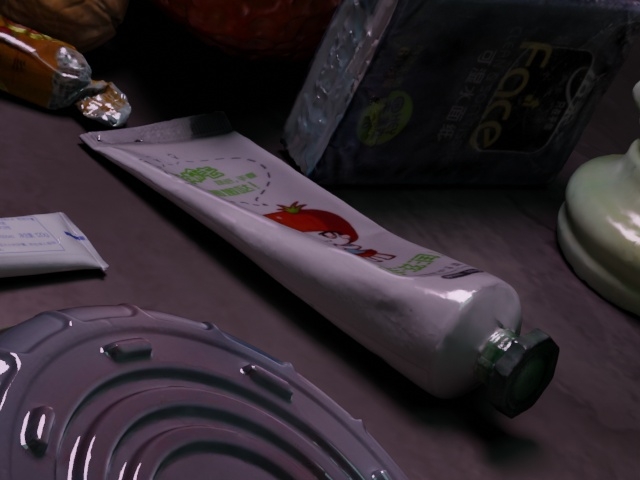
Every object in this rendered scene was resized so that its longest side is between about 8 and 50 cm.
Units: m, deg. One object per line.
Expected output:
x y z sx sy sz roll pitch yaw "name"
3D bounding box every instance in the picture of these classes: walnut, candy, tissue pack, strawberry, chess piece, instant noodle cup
-0.196 -0.179 1.037 0.124 0.105 0.105 21 28 6 "walnut"
-0.209 -0.125 0.984 0.182 0.046 0.053 21 30 -6 "candy"
0.102 -0.118 1.050 0.236 0.173 0.073 -1 42 -37 "tissue pack"
-0.042 -0.201 1.115 0.253 0.150 0.280 -1 29 -29 "strawberry"
0.289 -0.093 1.006 0.176 0.298 0.175 16 31 -10 "chess piece"
-0.067 0.137 0.423 0.258 0.181 0.302 24 32 -31 "instant noodle cup"

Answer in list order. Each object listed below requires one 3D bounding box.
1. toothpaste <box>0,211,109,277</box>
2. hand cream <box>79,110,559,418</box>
-0.209 0.008 0.775 0.218 0.033 0.052 -7 43 -45 "toothpaste"
0.000 0.000 0.907 0.336 0.076 0.121 34 29 34 "hand cream"
